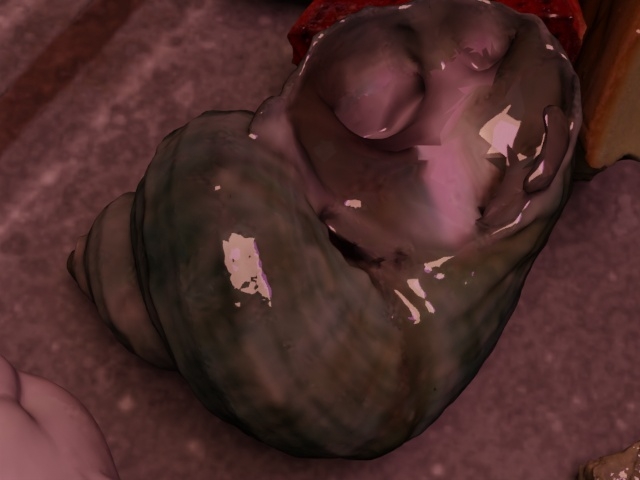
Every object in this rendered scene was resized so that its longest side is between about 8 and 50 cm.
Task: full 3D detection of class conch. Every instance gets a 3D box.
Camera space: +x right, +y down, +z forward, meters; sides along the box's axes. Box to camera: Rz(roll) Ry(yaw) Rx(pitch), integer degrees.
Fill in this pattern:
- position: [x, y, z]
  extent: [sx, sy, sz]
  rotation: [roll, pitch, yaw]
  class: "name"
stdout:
- position: [0.000, 0.000, 0.656]
  extent: [0.277, 0.195, 0.220]
  rotation: [-12, 89, 17]
  class: "conch"

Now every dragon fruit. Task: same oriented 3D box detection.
- position: [0.072, -0.112, 0.749]
  extent: [0.162, 0.106, 0.083]
  rotation: [-5, 52, 16]
  class: "dragon fruit"

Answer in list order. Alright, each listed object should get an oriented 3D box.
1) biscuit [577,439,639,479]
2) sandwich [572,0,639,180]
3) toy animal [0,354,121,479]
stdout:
- position: [0.131, 0.189, 0.667]
  extent: [0.250, 0.046, 0.147]
  rotation: [-16, 73, -15]
  class: "biscuit"
- position: [0.175, -0.139, 0.768]
  extent: [0.063, 0.245, 0.212]
  rotation: [22, 102, -5]
  class: "sandwich"
- position: [-0.064, 0.193, 0.547]
  extent: [0.357, 0.258, 0.194]
  rotation: [38, 69, 18]
  class: "toy animal"
